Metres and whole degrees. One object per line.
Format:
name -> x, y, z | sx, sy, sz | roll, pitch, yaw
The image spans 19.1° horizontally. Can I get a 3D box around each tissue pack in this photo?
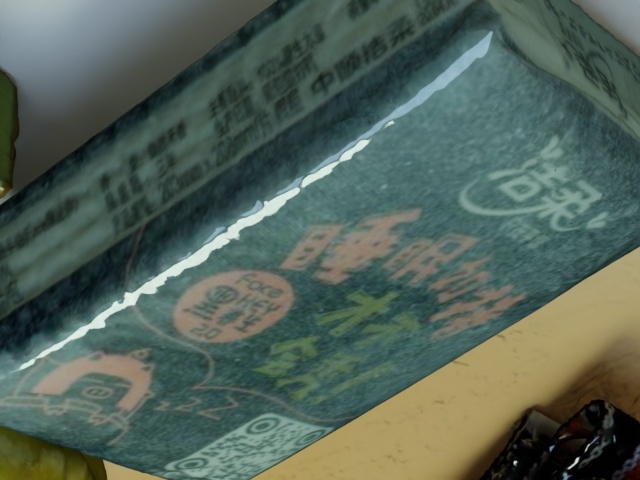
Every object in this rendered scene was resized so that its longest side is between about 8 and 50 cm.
tissue pack -> 0.000, 0.000, 0.891 | 0.316, 0.103, 0.228 | -33, 148, 21

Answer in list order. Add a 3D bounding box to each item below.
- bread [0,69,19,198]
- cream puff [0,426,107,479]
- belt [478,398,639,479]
bread -> -0.215, -0.033, 0.891 | 0.139, 0.084, 0.074 | -32, 126, 21
cream puff -> -0.261, 0.173, 0.952 | 0.291, 0.257, 0.324 | 14, 126, -12
belt -> 0.074, 0.228, 1.109 | 0.094, 0.126, 0.359 | 31, 122, -25
